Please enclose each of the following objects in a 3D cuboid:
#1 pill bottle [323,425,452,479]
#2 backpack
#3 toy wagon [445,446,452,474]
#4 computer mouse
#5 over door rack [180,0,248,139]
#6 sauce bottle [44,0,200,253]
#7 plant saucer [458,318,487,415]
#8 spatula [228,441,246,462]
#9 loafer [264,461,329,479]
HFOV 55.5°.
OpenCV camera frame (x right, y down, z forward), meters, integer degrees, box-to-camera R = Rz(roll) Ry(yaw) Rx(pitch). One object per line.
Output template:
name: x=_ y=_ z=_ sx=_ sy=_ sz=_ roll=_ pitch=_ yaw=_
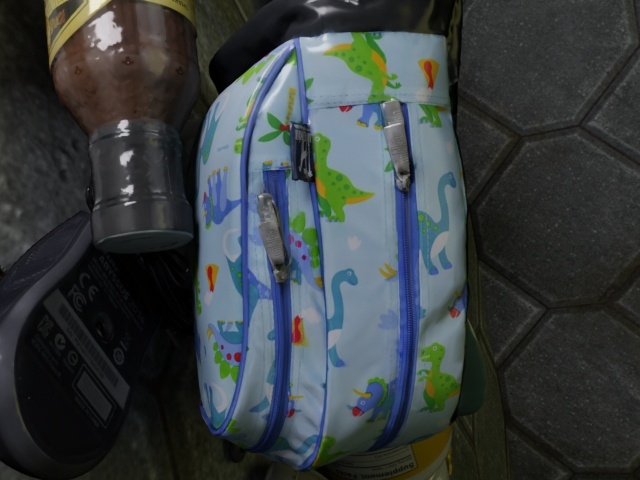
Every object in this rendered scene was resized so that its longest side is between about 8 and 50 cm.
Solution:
pill bottle: x=0.067 y=0.206 z=0.807 sx=0.188 sy=0.188 sz=0.333 roll=-59 pitch=135 yaw=-57
backpack: x=0.000 y=0.000 z=0.506 sx=0.273 sy=0.290 sz=0.355 roll=-19 pitch=98 yaw=-22
toy wagon: x=0.183 y=0.381 z=1.175 sx=0.344 sy=0.068 sz=0.267 roll=54 pitch=35 yaw=-48
computer mouse: x=-0.177 y=0.063 z=0.453 sx=0.272 sy=0.072 sz=0.188 roll=-80 pitch=151 yaw=-63
over door rack: x=-0.061 y=-0.165 z=0.748 sx=0.324 sy=0.108 sz=0.239 roll=35 pitch=50 yaw=-60
sauce bottle: x=-0.148 y=-0.164 z=0.458 sx=0.111 sy=0.111 sz=0.344 roll=17 pitch=61 yaw=-65
plant saucer: x=0.120 y=0.132 z=0.916 sx=0.044 sy=0.318 sz=0.317 roll=-28 pitch=115 yaw=-21
spatula: x=-0.085 y=0.096 z=0.693 sx=0.084 sy=0.030 sz=0.296 roll=35 pitch=51 yaw=-59
loafer: x=0.026 y=0.363 z=0.750 sx=0.319 sy=0.112 sz=0.112 roll=59 pitch=33 yaw=-41
